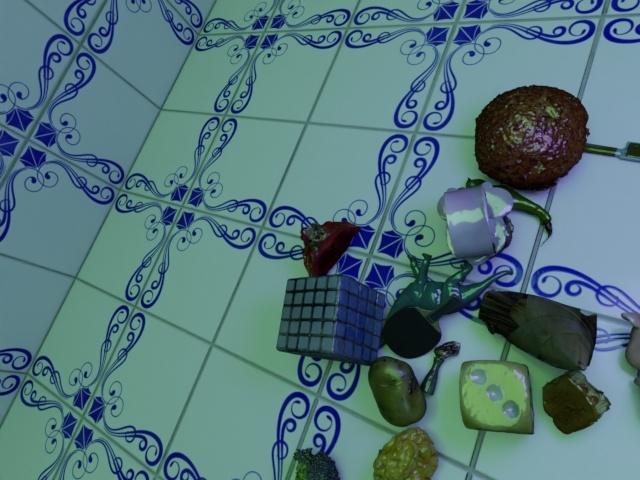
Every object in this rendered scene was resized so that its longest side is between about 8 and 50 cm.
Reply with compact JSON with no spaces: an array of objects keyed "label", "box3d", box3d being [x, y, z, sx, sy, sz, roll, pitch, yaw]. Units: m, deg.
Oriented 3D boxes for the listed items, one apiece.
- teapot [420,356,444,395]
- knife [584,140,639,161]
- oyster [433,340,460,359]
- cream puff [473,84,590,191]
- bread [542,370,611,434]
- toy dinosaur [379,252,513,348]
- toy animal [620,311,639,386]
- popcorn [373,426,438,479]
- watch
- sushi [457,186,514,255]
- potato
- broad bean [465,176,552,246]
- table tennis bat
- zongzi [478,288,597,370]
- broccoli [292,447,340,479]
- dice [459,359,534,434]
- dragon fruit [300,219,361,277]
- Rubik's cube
[{"label":"teapot","box3d":[0.329,0.393,1.295,0.042,0.043,0.111,17,76,32]},{"label":"knife","box3d":[0.896,-0.262,1.281,0.343,0.027,0.061,21,76,33]},{"label":"oyster","box3d":[0.375,0.319,1.301,0.083,0.019,0.054,-17,37,-8]},{"label":"cream puff","box3d":[0.618,-0.328,1.331,0.350,0.228,0.350,-17,56,27]},{"label":"bread","box3d":[0.617,0.395,1.089,0.128,0.069,0.140,55,142,28]},{"label":"toy dinosaur","box3d":[0.350,0.217,1.341,0.383,0.129,0.331,10,85,30]},{"label":"toy animal","box3d":[0.800,0.290,1.017,0.166,0.154,0.250,6,64,-15]},{"label":"popcorn","box3d":[0.231,0.613,1.198,0.194,0.140,0.163,-36,52,12]},{"label":"watch","box3d":[0.421,-0.069,1.212,0.210,0.217,0.248,-9,71,22]},{"label":"sushi","box3d":[0.469,-0.042,1.363,0.161,0.107,0.241,-45,62,2]},{"label":"potato","box3d":[0.216,0.427,1.268,0.137,0.154,0.200,-23,87,3]},{"label":"broad bean","box3d":[0.579,-0.115,1.364,0.098,0.056,0.318,-38,56,-9]},{"label":"table tennis bat","box3d":[0.304,0.249,1.315,0.154,0.021,0.274,47,115,3]},{"label":"zongzi","box3d":[0.522,0.220,1.106,0.289,0.317,0.154,16,97,32]},{"label":"broccoli","box3d":[-0.023,0.707,1.310,0.160,0.167,0.154,-46,16,36]},{"label":"dice","box3d":[0.456,0.405,1.144,0.166,0.169,0.169,-7,67,26]},{"label":"dragon fruit","box3d":[0.000,0.000,1.546,0.134,0.211,0.262,35,82,27]},{"label":"Rubik's cube","box3d":[0.033,0.249,1.370,0.238,0.237,0.237,-8,67,42]}]
